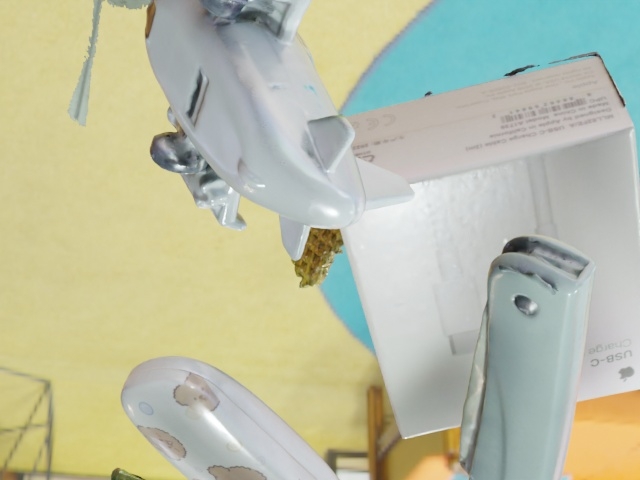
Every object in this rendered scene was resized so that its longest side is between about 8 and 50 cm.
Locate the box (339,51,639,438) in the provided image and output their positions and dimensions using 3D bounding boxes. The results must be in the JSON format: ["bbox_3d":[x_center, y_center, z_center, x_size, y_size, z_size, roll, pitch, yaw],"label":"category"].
[{"bbox_3d":[0.127,0.010,0.855,0.203,0.106,0.251,-13,128,5],"label":"box"}]

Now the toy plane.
[{"bbox_3d":[-0.029,-0.071,0.571,0.080,0.174,0.174,-14,159,-35],"label":"toy plane"}]

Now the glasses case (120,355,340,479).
[{"bbox_3d":[-0.044,0.119,0.645,0.063,0.041,0.164,-16,131,34],"label":"glasses case"}]

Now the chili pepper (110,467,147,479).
[{"bbox_3d":[-0.109,0.176,0.814,0.083,0.027,0.022,5,111,11],"label":"chili pepper"}]

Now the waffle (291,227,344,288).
[{"bbox_3d":[0.000,-0.002,1.051,0.016,0.078,0.085,14,137,-37],"label":"waffle"}]

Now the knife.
[{"bbox_3d":[0.071,0.058,0.427,0.044,0.023,0.162,29,143,28],"label":"knife"}]

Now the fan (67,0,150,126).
[{"bbox_3d":[-0.246,-0.300,1.314,0.012,0.233,0.414,-27,143,-44],"label":"fan"}]
